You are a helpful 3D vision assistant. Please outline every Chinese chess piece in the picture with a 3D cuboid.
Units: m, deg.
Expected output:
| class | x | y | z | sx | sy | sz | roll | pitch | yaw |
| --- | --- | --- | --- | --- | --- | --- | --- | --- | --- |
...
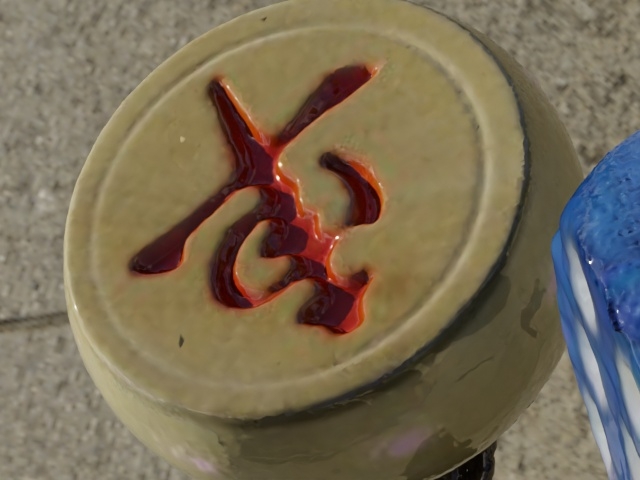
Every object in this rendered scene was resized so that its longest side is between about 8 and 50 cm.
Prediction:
| class | x | y | z | sx | sy | sz | roll | pitch | yaw |
| --- | --- | --- | --- | --- | --- | --- | --- | --- | --- |
| Chinese chess piece | 0.000 | 0.000 | 0.705 | 0.250 | 0.097 | 0.251 | -10 | 59 | 17 |

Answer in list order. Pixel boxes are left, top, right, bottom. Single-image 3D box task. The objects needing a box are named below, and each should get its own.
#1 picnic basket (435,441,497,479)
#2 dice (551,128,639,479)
| class | x | y | z | sx | sy | sz | roll | pitch | yaw |
| --- | --- | --- | --- | --- | --- | --- | --- | --- | --- |
| picnic basket | 0.066 | 0.176 | 1.092 | 0.055 | 0.110 | 0.193 | -128 | 43 | -73 |
| dice | 0.164 | 0.039 | 0.491 | 0.146 | 0.143 | 0.146 | -17 | 43 | 2 |
